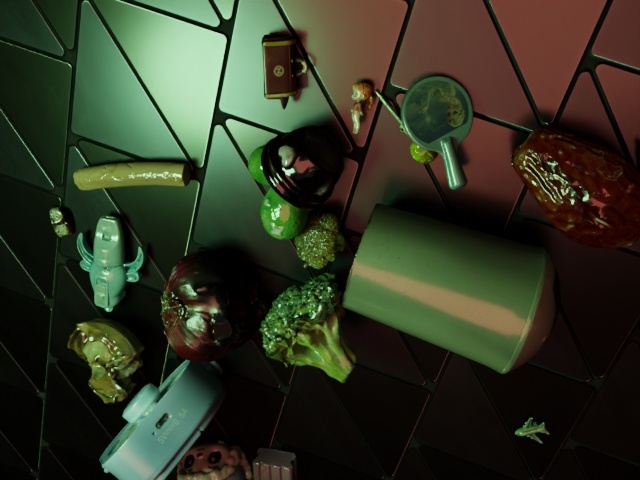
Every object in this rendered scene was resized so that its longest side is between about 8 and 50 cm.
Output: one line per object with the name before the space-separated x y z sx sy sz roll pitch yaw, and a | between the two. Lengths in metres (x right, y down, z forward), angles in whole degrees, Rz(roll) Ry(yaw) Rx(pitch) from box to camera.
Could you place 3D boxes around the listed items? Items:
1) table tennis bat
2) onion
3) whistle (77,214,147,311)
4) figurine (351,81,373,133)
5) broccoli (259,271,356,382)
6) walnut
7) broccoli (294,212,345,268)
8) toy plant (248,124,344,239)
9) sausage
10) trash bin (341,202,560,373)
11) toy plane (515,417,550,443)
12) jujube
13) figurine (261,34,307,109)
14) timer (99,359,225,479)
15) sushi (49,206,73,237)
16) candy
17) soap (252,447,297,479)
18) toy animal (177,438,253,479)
table tennis bat | 0.252 -0.220 1.371 0.149 0.038 0.237 -17 95 -5
onion | -0.275 0.154 1.627 0.281 0.221 0.281 -3 104 -14
whistle | -0.546 0.064 1.721 0.186 0.093 0.274 13 114 8
figurine | 0.085 -0.280 1.414 0.047 0.064 0.109 5 103 -14
broccoli | -0.004 0.207 1.560 0.245 0.288 0.248 39 89 -7
walnut | -0.571 0.302 1.812 0.204 0.141 0.238 27 120 15
broccoli | 0.000 0.000 1.539 0.130 0.120 0.131 -21 71 53
toy plant | -0.062 -0.132 1.456 0.235 0.175 0.218 -34 74 41
sausage | -0.458 -0.156 1.609 0.301 0.066 0.065 -1 114 13
trash bin | 0.286 0.100 1.425 0.432 0.280 0.280 19 118 9
toy plane | 0.529 0.475 1.672 0.083 0.033 0.080 -17 111 28
jujube | 0.514 -0.106 1.312 0.290 0.197 0.197 41 119 10
figurine | -0.076 -0.357 1.416 0.098 0.082 0.154 -5 115 -5
timer | -0.408 0.453 1.730 0.173 0.395 0.395 41 117 -5
sushi | -0.668 -0.050 1.730 0.046 0.044 0.083 -11 115 -4
candy | 0.179 -0.245 1.416 0.058 0.062 0.194 -39 91 24
soap | -0.130 0.703 1.928 0.122 0.065 0.203 7 116 11
toy animal | -0.316 0.688 1.920 0.208 0.156 0.204 -10 115 15
